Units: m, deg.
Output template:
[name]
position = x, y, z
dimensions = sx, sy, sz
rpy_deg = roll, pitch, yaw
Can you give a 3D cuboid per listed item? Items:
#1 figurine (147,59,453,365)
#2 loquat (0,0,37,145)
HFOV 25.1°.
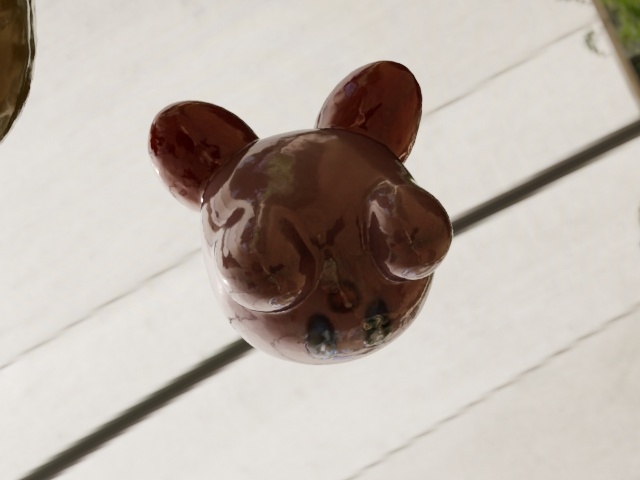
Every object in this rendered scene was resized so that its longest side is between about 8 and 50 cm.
[figurine]
position = -0.002, -0.001, 1.346
dimensions = 0.211, 0.269, 0.261
rpy_deg = 86, 167, -45
[loquat]
position = -0.294, -0.161, 0.853
dimensions = 0.284, 0.276, 0.276
rpy_deg = 50, -173, 33
